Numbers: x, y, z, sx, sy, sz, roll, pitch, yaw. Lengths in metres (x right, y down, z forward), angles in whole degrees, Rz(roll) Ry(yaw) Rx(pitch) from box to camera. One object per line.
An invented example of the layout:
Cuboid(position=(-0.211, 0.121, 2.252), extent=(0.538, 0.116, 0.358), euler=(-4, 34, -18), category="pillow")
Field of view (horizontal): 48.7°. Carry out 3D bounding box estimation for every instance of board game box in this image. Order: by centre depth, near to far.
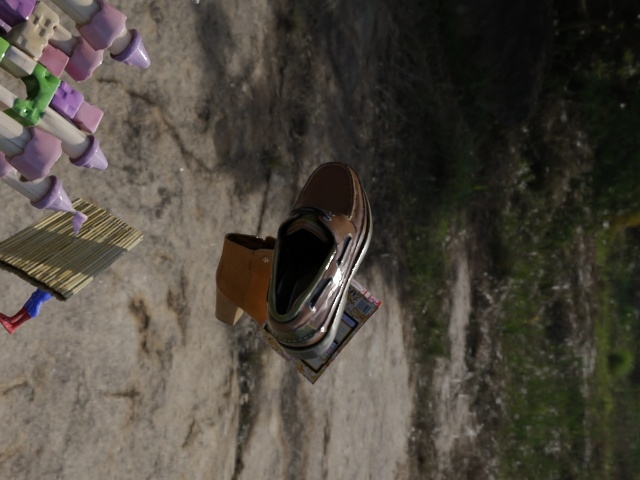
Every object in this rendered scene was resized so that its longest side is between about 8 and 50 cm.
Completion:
Cuboid(position=(-0.006, 0.143, 1.294), extent=(0.147, 0.193, 0.045), euler=(41, 12, 6), category="board game box")

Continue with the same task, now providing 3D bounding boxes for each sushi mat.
Cuboid(position=(-0.441, 0.007, 1.257), extent=(0.019, 0.152, 0.316), euler=(-60, -179, 21), category="sushi mat")

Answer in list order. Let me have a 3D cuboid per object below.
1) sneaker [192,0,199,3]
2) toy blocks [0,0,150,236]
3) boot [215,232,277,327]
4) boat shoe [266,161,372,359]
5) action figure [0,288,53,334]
Cuboid(position=(-0.188, -0.417, 0.973), extent=(0.146, 0.102, 0.293), euler=(-68, -159, 11), category="sneaker")
Cuboid(position=(-0.412, -0.192, 1.036), extent=(0.260, 0.309, 0.288), euler=(40, 58, -43), category="toy blocks")
Cuboid(position=(-0.072, 0.107, 1.415), extent=(0.104, 0.295, 0.211), euler=(-66, 173, -58), category="boot")
Cuboid(position=(0.000, 0.000, 0.942), extent=(0.104, 0.111, 0.307), euler=(65, 28, -51), category="boat shoe")
Cuboid(position=(-0.648, 0.079, 1.662), extent=(0.280, 0.091, 0.139), euler=(-37, 118, -17), category="action figure")
